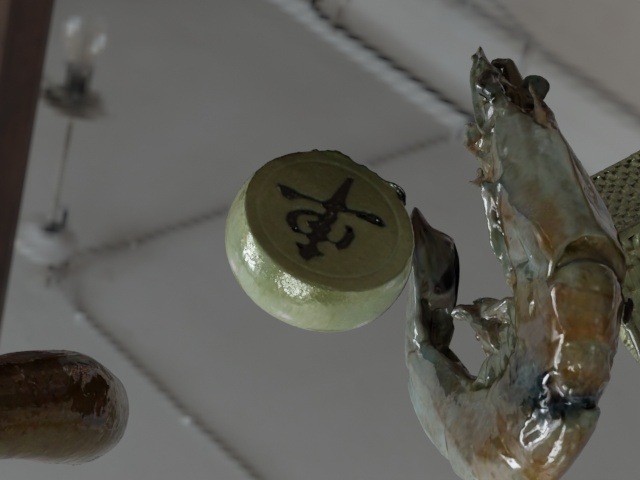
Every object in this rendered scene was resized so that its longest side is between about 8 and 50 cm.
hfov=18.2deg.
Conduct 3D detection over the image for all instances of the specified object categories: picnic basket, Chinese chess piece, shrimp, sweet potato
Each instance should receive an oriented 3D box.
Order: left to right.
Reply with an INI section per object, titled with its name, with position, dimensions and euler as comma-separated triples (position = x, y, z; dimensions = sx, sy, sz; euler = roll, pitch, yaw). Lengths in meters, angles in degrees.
[sweet potato]
position = -0.189, 0.113, 1.383
dimensions = 0.108, 0.079, 0.346
euler = 10, 177, 9
[Chinese chess piece]
position = 0.000, 0.000, 0.863
dimensions = 0.084, 0.034, 0.084
euler = 12, -131, -13
[shrimp]
position = 0.129, 0.018, 1.482
dimensions = 0.085, 0.247, 0.360
euler = 11, -119, -31
[picnic basket]
position = 0.301, 0.003, 1.698
dimensions = 0.154, 0.134, 0.196
euler = -26, -166, 2
